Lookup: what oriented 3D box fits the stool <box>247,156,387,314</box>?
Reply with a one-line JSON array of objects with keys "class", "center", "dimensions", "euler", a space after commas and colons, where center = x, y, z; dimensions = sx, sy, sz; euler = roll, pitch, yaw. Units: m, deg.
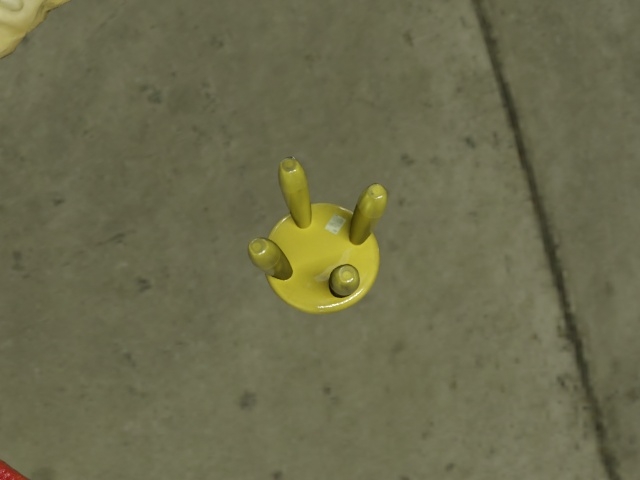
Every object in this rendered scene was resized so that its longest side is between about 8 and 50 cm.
[{"class": "stool", "center": [0.000, 0.000, 1.154], "dimensions": [0.134, 0.110, 0.135], "euler": [-25, 70, -6]}]

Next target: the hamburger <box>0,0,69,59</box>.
[{"class": "hamburger", "center": [-0.122, -0.191, 0.436], "dimensions": [0.330, 0.209, 0.162], "euler": [-54, 148, -10]}]

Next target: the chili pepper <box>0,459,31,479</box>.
[{"class": "chili pepper", "center": [-0.387, 0.256, 1.317], "dimensions": [0.387, 0.110, 0.110], "euler": [30, 62, 3]}]
